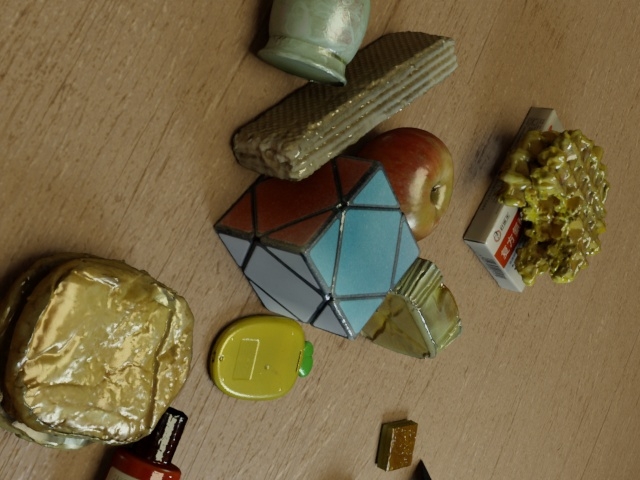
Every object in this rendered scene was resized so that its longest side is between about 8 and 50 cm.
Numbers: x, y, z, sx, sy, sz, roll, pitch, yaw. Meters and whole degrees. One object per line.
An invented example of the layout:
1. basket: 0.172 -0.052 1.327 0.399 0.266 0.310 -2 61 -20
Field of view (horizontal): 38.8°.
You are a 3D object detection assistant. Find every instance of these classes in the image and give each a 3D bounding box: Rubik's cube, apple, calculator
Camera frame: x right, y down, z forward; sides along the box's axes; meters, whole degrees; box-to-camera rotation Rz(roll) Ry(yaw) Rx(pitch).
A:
1. Rubik's cube: 0.000 0.000 1.430 0.205 0.207 0.205 -51 133 -26
2. apple: 0.137 -0.093 1.584 0.209 0.164 0.209 -34 132 -47
3. calculator: -0.090 0.197 1.517 0.235 0.032 0.146 9 95 -46

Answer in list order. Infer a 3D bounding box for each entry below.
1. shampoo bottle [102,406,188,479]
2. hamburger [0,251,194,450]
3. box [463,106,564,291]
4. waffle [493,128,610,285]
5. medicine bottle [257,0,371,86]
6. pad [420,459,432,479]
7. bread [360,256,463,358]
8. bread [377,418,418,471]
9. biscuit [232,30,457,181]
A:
1. shampoo bottle: -0.271 0.374 1.322 0.104 0.104 0.278 29 80 -47
2. hamburger: -0.303 0.151 1.199 0.283 0.144 0.259 35 71 -42
3. box: 0.454 -0.090 1.997 0.214 0.069 0.353 46 66 -43
4. waffle: 0.483 -0.080 1.877 0.261 0.151 0.324 -50 135 -32
5. medicine bottle: -0.009 -0.316 1.373 0.147 0.147 0.143 18 91 -48
6. pad: 0.261 0.608 1.954 0.170 0.006 0.245 -92 160 -51
7. bread: 0.144 0.108 1.624 0.110 0.192 0.210 -52 133 -27
8. bread: 0.157 0.416 1.842 0.090 0.035 0.094 2 99 -47
9. biscuit: 0.051 -0.226 1.467 0.426 0.144 0.078 -38 128 -33
